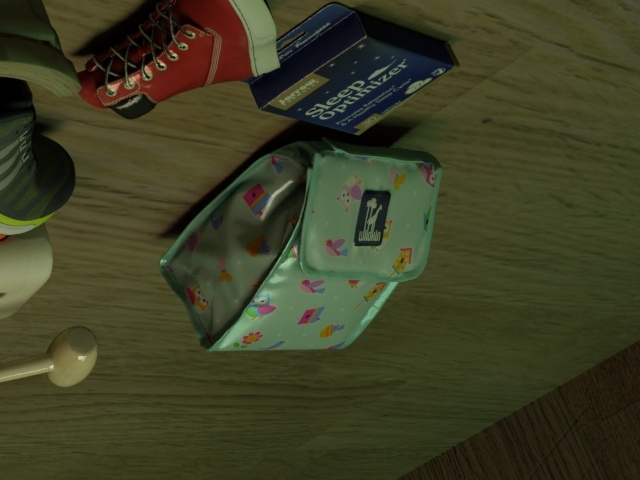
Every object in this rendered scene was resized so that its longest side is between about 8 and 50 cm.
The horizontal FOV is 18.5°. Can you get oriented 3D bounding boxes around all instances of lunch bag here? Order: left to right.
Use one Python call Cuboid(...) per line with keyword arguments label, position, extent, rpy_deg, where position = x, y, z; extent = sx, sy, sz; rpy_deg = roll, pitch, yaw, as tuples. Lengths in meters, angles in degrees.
Cuboid(label="lunch bag", position=(-0.006, -0.005, 2.132), extent=(0.223, 0.160, 0.262), rpy_deg=(3, 137, -46))

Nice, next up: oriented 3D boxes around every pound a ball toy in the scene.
Cuboid(label="pound a ball toy", position=(-0.353, 0.036, 1.758), extent=(0.319, 0.208, 0.136), rpy_deg=(-6, 155, -38))

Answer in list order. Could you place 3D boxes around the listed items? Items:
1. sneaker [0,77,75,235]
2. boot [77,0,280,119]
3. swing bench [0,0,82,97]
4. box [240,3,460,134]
Cuboid(label="sneaker", position=(-0.281, -0.088, 1.674), extent=(0.121, 0.111, 0.300), rpy_deg=(-34, 162, 14))
Cuboid(label="boot", position=(-0.130, -0.173, 1.651), extent=(0.176, 0.088, 0.244), rpy_deg=(-20, 164, -4))
Cuboid(label="swing bench", position=(-0.319, -0.157, 1.212), extent=(0.254, 0.253, 0.165), rpy_deg=(-31, 159, 21))
Cuboid(label="box", position=(0.026, -0.164, 1.924), extent=(0.136, 0.036, 0.225), rpy_deg=(-33, 158, 26))
